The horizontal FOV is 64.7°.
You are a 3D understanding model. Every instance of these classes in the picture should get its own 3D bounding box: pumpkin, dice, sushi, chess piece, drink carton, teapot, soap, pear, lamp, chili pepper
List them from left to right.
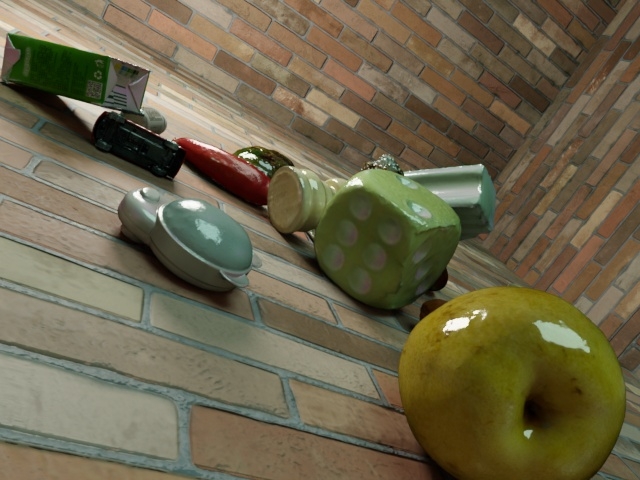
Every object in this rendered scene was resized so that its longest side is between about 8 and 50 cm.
[{"bbox_3d":[-0.531,-0.360,1.108,0.271,0.108,0.161,16,9,12],"label":"drink carton"},{"bbox_3d":[-0.207,-0.014,0.825,0.246,0.108,0.179,32,11,-3],"label":"lamp"},{"bbox_3d":[-0.240,-0.186,1.338,0.368,0.092,0.137,35,0,-4],"label":"chili pepper"},{"bbox_3d":[-0.139,-0.203,1.504,0.278,0.111,0.163,21,12,-36],"label":"pumpkin"},{"bbox_3d":[0.027,-0.099,1.321,0.299,0.167,0.167,0,33,-37],"label":"chess piece"},{"bbox_3d":[0.160,-0.005,1.190,0.254,0.252,0.249,39,29,27],"label":"dice"},{"bbox_3d":[0.183,-0.161,1.358,0.226,0.103,0.097,42,2,-46],"label":"sushi"},{"bbox_3d":[0.310,-0.104,1.593,0.446,0.156,0.261,-2,-22,31],"label":"soap"},{"bbox_3d":[0.317,0.080,1.561,0.252,0.135,0.178,-27,95,-79],"label":"teapot"},{"bbox_3d":[0.262,0.208,0.729,0.314,0.314,0.314,30,15,-9],"label":"pear"}]

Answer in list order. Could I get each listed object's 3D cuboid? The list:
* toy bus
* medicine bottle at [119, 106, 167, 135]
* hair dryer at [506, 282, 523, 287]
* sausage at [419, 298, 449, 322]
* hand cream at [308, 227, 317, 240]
[{"bbox_3d":[-0.399,-0.214,1.114,0.195,0.081,0.089,25,8,-28],"label":"toy bus"},{"bbox_3d":[-0.442,-0.295,1.271,0.079,0.079,0.140,32,15,-2],"label":"medicine bottle"},{"bbox_3d":[0.487,0.279,1.314,0.107,0.173,0.357,28,34,-3],"label":"hair dryer"},{"bbox_3d":[0.341,0.221,1.201,0.259,0.114,0.113,29,16,-20],"label":"sausage"},{"bbox_3d":[0.000,0.000,1.355,0.057,0.037,0.165,17,28,-45],"label":"hand cream"}]
